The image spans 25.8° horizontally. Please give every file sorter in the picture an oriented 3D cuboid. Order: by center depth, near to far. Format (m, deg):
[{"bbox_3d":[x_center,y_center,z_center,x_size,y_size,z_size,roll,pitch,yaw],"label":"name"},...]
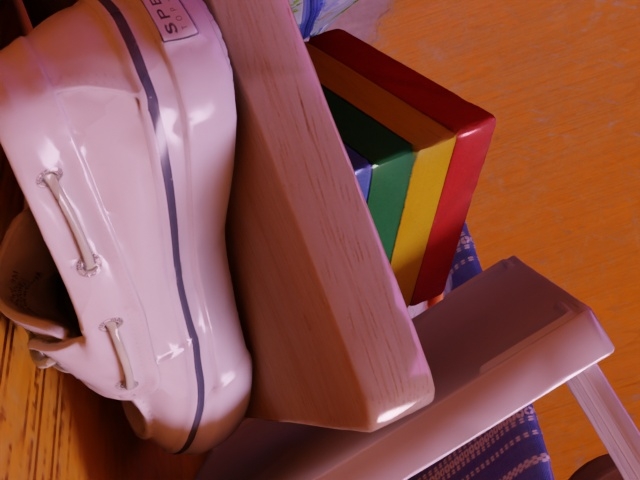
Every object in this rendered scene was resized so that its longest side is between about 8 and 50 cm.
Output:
[{"bbox_3d":[0.061,0.137,0.623,0.173,0.192,0.278,58,4,-2],"label":"file sorter"}]

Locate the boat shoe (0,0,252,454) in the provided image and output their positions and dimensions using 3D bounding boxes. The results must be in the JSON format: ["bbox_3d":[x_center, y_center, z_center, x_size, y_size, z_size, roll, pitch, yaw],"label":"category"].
[{"bbox_3d":[-0.074,0.006,0.465,0.083,0.075,0.226,55,-23,35],"label":"boat shoe"}]

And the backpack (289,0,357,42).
[{"bbox_3d":[-0.042,-0.258,0.895,0.355,0.273,0.290,-45,118,-80],"label":"backpack"}]

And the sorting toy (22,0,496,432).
[{"bbox_3d":[-0.031,-0.068,0.528,0.257,0.089,0.255,69,-19,-2],"label":"sorting toy"}]

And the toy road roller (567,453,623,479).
[{"bbox_3d":[0.204,0.344,1.085,0.240,0.329,0.202,50,1,6],"label":"toy road roller"}]

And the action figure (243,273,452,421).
[{"bbox_3d":[0.000,0.000,0.907,0.330,0.178,0.341,169,-97,-84],"label":"action figure"}]

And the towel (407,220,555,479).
[{"bbox_3d":[0.058,0.115,1.100,0.040,0.243,0.336,6,54,-36],"label":"towel"}]
